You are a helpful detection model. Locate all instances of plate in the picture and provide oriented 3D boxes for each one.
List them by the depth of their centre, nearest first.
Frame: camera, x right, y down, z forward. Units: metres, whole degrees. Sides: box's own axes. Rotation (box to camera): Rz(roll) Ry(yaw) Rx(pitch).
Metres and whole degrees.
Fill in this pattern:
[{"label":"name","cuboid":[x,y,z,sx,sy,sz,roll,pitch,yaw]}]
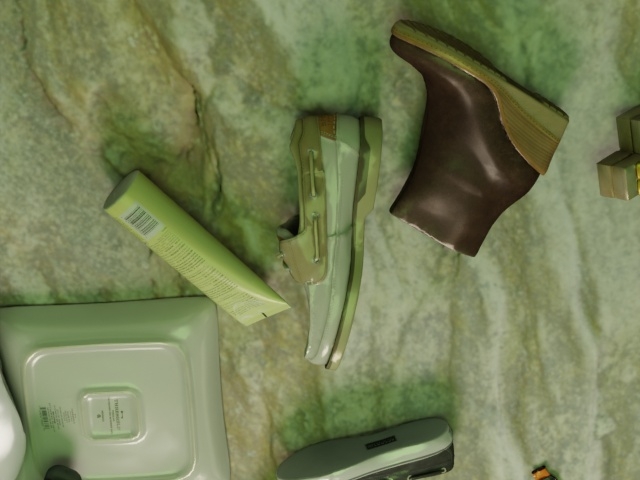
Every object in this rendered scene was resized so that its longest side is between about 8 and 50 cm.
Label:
[{"label":"plate","cuboid":[-0.258,0.207,1.673,0.278,0.045,0.277,-3,115,-1]}]

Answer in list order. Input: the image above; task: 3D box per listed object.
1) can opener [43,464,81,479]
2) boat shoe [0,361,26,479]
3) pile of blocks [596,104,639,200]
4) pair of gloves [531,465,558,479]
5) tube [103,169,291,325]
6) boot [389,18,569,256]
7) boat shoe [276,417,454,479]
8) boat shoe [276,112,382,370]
[{"label":"can opener","cuboid":[-0.383,0.390,1.711,0.095,0.076,0.283,23,123,-1]},{"label":"boat shoe","cuboid":[-0.428,0.177,1.622,0.108,0.102,0.301,-16,125,-16]},{"label":"pile of blocks","cuboid":[0.488,-0.126,1.502,0.362,0.149,0.112,-12,114,3]},{"label":"pair of gloves","cuboid":[0.278,0.338,1.776,0.083,0.010,0.074,-32,110,8]},{"label":"tube","cuboid":[-0.146,0.016,1.586,0.240,0.070,0.062,42,92,-19]},{"label":"boot","cuboid":[0.137,-0.110,1.523,0.248,0.090,0.207,30,107,-19]},{"label":"boat shoe","cuboid":[0.061,0.290,1.712,0.229,0.080,0.076,-17,113,-4]},{"label":"boat shoe","cuboid":[0.000,0.000,1.563,0.103,0.113,0.302,7,103,-4]}]
